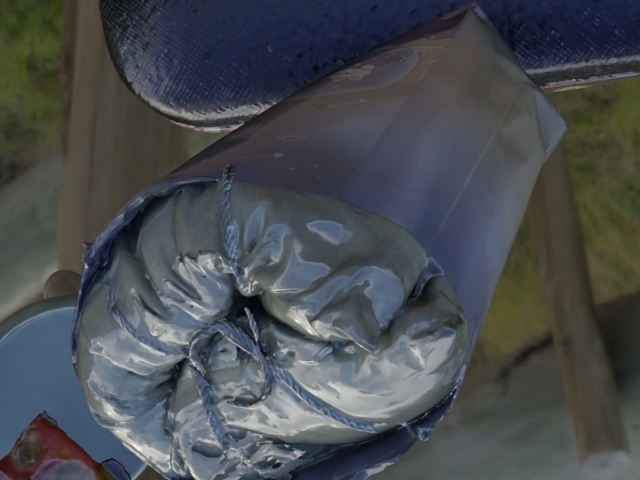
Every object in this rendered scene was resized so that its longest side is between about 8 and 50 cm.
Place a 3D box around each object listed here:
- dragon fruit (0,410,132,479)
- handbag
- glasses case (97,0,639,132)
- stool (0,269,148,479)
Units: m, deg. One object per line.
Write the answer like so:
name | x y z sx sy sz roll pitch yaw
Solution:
dragon fruit | -0.202 0.274 1.064 0.134 0.211 0.262 38 154 17
handbag | 0.000 0.000 0.436 0.117 0.173 0.095 -35 101 28
glasses case | 0.063 -0.121 0.649 0.321 0.122 0.082 -7 172 8
stool | -0.267 0.139 1.439 0.195 0.195 0.199 -19 -166 -27
